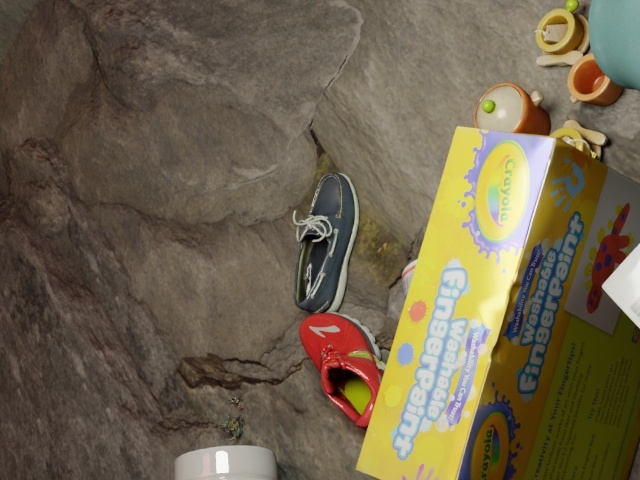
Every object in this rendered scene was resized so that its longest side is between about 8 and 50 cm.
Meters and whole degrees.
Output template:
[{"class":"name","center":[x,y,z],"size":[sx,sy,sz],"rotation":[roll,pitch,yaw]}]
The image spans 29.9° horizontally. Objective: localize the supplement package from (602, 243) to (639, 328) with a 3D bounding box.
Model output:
[{"class":"supplement package","center":[0.479,0.078,1.435],"size":[0.134,0.244,0.139],"rotation":[-51,46,18]}]

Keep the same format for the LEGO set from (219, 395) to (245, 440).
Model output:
[{"class":"LEGO set","center":[-0.149,0.318,2.125],"size":[0.054,0.023,0.083],"rotation":[2,64,42]}]

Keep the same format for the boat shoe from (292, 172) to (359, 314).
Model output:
[{"class":"boat shoe","center":[0.000,0.000,2.046],"size":[0.095,0.079,0.254],"rotation":[1,76,45]}]

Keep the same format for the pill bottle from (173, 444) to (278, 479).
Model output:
[{"class":"pill bottle","center":[-0.142,0.523,1.911],"size":[0.204,0.204,0.361],"rotation":[-24,60,37]}]

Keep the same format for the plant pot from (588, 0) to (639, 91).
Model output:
[{"class":"plant pot","center":[0.496,-0.285,1.551],"size":[0.255,0.272,0.271],"rotation":[18,89,60]}]

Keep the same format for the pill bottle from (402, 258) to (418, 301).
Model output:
[{"class":"pill bottle","center":[0.195,0.139,1.777],"size":[0.124,0.124,0.221],"rotation":[-26,60,36]}]

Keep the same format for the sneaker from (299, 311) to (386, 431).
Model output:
[{"class":"sneaker","center":[0.039,0.201,1.909],"size":[0.107,0.118,0.279],"rotation":[-56,46,14]}]

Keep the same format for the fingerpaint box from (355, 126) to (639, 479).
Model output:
[{"class":"fingerpaint box","center":[0.275,0.123,1.530],"size":[0.163,0.371,0.444],"rotation":[13,86,46]}]

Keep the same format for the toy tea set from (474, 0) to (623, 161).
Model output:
[{"class":"toy tea set","center":[0.351,-0.256,1.763],"size":[0.200,0.124,0.336],"rotation":[25,94,46]}]
